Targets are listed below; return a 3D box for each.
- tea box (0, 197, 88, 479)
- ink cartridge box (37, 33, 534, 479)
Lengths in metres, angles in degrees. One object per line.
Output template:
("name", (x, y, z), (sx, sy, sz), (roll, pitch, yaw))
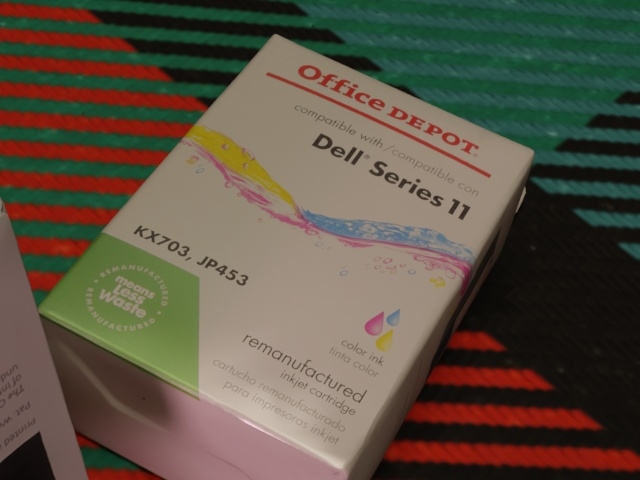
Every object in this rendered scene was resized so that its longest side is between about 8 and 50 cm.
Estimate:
("tea box", (-0.346, 0.085, 0.627), (0.323, 0.220, 0.329), (26, 50, 33))
("ink cartridge box", (0.000, 0.000, 0.863), (0.207, 0.119, 0.353), (26, 52, 12))
